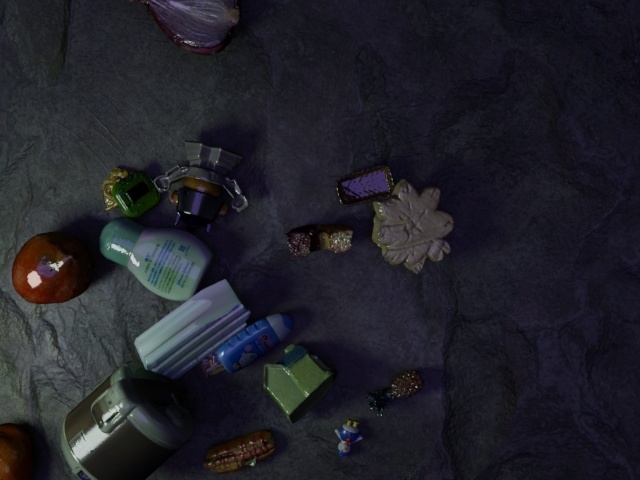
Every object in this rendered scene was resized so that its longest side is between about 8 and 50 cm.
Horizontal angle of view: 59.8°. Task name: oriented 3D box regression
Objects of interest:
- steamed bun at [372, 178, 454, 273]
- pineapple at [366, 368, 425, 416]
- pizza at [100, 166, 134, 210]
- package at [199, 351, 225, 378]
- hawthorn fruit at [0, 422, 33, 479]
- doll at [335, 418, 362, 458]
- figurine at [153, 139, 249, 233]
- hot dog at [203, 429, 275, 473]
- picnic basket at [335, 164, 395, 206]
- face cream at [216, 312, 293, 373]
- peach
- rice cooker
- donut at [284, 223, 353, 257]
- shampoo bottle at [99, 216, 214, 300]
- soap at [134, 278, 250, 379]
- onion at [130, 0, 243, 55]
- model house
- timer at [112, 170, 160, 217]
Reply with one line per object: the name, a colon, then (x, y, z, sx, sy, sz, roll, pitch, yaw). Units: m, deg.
steamed bun: (0.287, -0.054, 1.810, 0.295, 0.137, 0.292, 25, 87, -11)
pineapple: (0.256, 0.501, 1.859, 0.221, 0.103, 0.083, -30, 95, -3)
pizza: (-0.658, -0.172, 1.800, 0.099, 0.036, 0.160, 43, 90, -5)
package: (-0.352, 0.393, 1.851, 0.121, 0.031, 0.108, -26, 94, -2)
hawthorn fruit: (-1.004, 0.710, 1.745, 0.224, 0.224, 0.261, -24, 110, -2)
doll: (0.090, 0.671, 1.882, 0.099, 0.057, 0.143, 18, 97, -5)
figurine: (-0.376, -0.167, 1.767, 0.309, 0.143, 0.308, -2, 81, 11)
hot dog: (-0.270, 0.712, 1.852, 0.250, 0.076, 0.104, -16, 95, -5)
picnic basket: (0.146, -0.180, 1.839, 0.193, 0.055, 0.110, -15, 93, -2)
face cream: (-0.204, 0.325, 1.812, 0.264, 0.149, 0.083, -32, 50, -10)
peach: (-0.804, 0.082, 1.695, 0.257, 0.232, 0.232, -10, 95, 40)
rice cooker: (-0.578, 0.554, 1.704, 0.325, 0.335, 0.335, -42, 95, 0)
donut: (0.002, -0.001, 1.802, 0.217, 0.141, 0.085, -3, 103, 5)
shampoo bottle: (-0.527, 0.046, 1.763, 0.350, 0.151, 0.221, 25, 96, -5)
soap: (-0.388, 0.280, 1.749, 0.347, 0.208, 0.115, -36, 62, -1)
onion: (-0.414, -0.710, 1.726, 0.349, 0.159, 0.267, 15, 80, -5)
model house: (-0.078, 0.451, 1.822, 0.214, 0.195, 0.189, -41, 70, -15)
timer: (-0.580, -0.147, 1.763, 0.140, 0.047, 0.128, -44, 114, -39)
